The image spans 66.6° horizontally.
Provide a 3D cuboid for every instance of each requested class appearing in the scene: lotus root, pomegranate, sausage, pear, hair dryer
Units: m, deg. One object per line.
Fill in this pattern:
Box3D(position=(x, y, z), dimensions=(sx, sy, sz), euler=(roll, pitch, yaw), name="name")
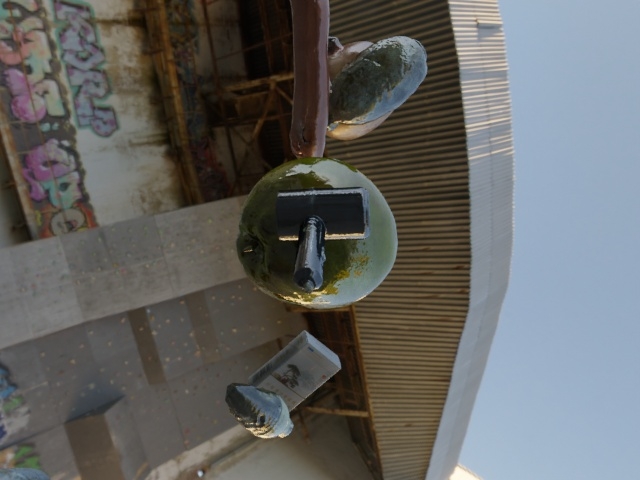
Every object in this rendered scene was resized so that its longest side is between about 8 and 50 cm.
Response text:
Box3D(position=(0.140, -0.405, 1.269), dimensions=(0.175, 0.349, 0.175), euler=(50, -7, 8), name="lotus root")
Box3D(position=(0.091, -0.510, 1.604), dimensions=(0.338, 0.338, 0.338), euler=(24, -57, 44), name="pomegranate")
Box3D(position=(-0.025, -0.385, 1.105), dimensions=(0.094, 0.094, 0.419), euler=(8, -73, 23), name="sausage")
Box3D(position=(0.001, -0.011, 0.859), dimensions=(0.269, 0.321, 0.269), euler=(9, -78, 47), name="pear")
Box3D(position=(0.000, 0.000, 0.587), dimensions=(0.124, 0.219, 0.072), euler=(-2, -62, 5), name="hair dryer")

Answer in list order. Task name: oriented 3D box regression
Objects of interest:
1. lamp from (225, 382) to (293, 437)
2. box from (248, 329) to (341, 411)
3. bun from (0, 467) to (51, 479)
Box3D(position=(-0.130, 0.364, 1.047), dimensions=(0.101, 0.101, 0.250), euler=(26, -19, 43), name="lamp")
Box3D(position=(-0.075, 0.384, 1.406), dimensions=(0.149, 0.233, 0.067), euler=(43, 11, -28), name="box")
Box3D(position=(-0.676, 0.533, 0.895), dimensions=(0.354, 0.354, 0.194), euler=(-39, -128, 51), name="bun")
